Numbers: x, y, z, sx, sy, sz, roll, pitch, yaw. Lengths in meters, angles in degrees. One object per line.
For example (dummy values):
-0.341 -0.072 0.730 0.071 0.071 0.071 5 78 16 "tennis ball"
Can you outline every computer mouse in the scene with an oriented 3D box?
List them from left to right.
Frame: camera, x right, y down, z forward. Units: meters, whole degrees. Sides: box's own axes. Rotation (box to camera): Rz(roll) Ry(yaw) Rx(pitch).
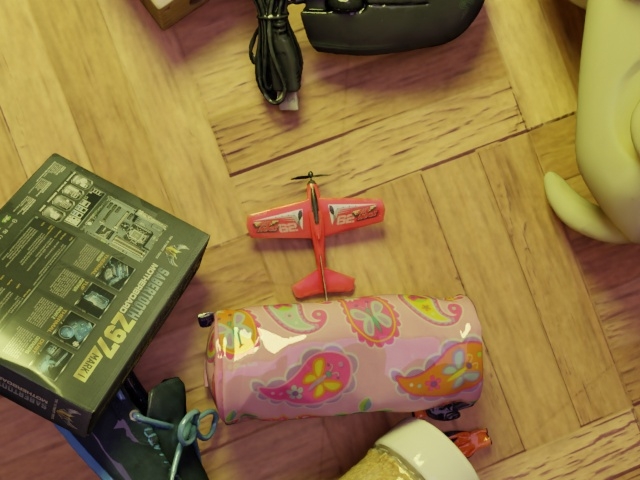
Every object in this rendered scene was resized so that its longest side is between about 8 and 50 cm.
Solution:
0.060 -0.241 0.900 0.272 0.072 0.188 -13 121 -13 "computer mouse"

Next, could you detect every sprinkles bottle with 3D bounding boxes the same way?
-0.004 0.322 0.835 0.355 0.121 0.121 -35 93 -21 "sprinkles bottle"

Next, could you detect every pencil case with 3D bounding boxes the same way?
0.022 0.120 0.886 0.284 0.124 0.124 -5 89 -7 "pencil case"

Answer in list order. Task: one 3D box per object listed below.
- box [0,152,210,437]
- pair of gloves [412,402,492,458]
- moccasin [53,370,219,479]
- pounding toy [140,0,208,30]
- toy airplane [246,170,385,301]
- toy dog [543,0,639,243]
-0.237 0.043 0.821 0.183 0.059 0.232 27 49 0 "box"
0.142 0.202 0.953 0.074 0.010 0.083 -19 89 -5 "pair of gloves"
-0.179 0.173 0.852 0.117 0.138 0.342 -43 94 -11 "moccasin"
-0.103 -0.314 0.898 0.206 0.094 0.181 -36 92 -6 "pounding toy"
0.000 0.000 0.933 0.151 0.028 0.151 0 88 -6 "toy airplane"
0.360 -0.225 0.861 0.285 0.395 0.407 -8 74 -26 "toy dog"
